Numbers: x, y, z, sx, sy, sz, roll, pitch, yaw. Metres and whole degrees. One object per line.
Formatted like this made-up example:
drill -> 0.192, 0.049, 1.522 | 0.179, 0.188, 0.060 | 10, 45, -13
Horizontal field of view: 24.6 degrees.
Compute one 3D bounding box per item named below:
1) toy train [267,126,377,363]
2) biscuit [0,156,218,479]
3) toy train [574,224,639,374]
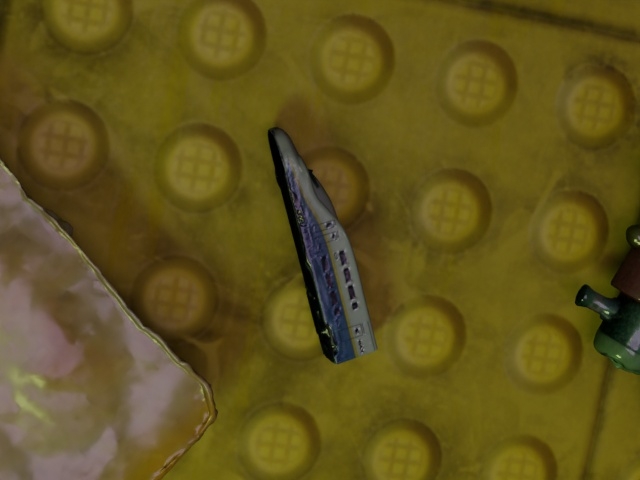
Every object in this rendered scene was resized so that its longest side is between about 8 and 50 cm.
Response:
toy train -> 0.000, 0.000, 1.409 | 0.051, 0.052, 0.234 | -17, 101, -12
biscuit -> -0.353, 0.135, 1.324 | 0.429, 0.104, 0.446 | 44, 84, -14
toy train -> 0.395, 0.032, 1.464 | 0.221, 0.150, 0.304 | 29, 93, -5
